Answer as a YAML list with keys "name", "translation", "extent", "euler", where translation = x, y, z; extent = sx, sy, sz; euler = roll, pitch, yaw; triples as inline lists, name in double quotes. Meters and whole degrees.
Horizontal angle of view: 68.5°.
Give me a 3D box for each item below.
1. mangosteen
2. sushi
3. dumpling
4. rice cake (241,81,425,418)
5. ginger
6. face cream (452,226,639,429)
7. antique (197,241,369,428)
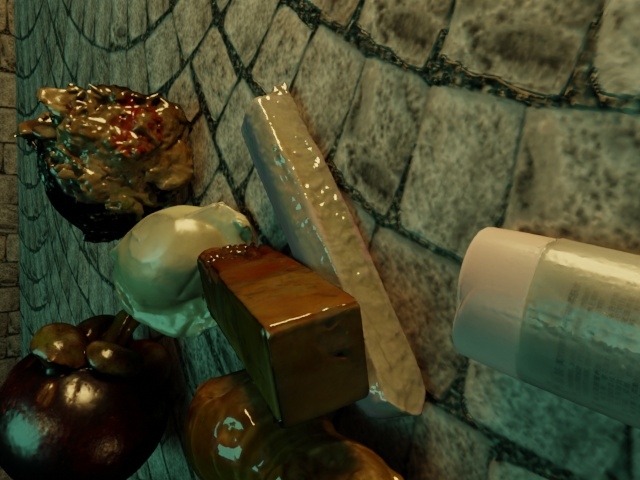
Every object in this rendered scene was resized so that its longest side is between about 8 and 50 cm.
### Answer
- name: "mangosteen"
  translation: [-0.424, 0.285, 0.874]
  extent: [0.307, 0.306, 0.347]
  euler: [30, 100, 43]
- name: "sushi"
  translation: [-0.320, -0.128, 0.742]
  extent: [0.218, 0.238, 0.225]
  euler: [-18, 97, 45]
- name: "dumpling"
  translation: [-0.203, 0.047, 0.695]
  extent: [0.258, 0.147, 0.193]
  euler: [-15, 93, 19]
- name: "rice cake"
  translation: [0.000, 0.000, 0.511]
  extent: [0.070, 0.064, 0.399]
  euler: [-48, 60, 52]
- name: "ginger"
  translation: [-0.045, 0.278, 0.547]
  extent: [0.357, 0.152, 0.274]
  euler: [28, 135, 44]
- name: "face cream"
  translation: [0.206, 0.065, 0.274]
  extent: [0.269, 0.073, 0.107]
  euler: [16, 102, 47]
- name: "antique"
  translation: [-0.063, 0.071, 0.509]
  extent: [0.310, 0.087, 0.093]
  euler: [-155, 54, -63]
